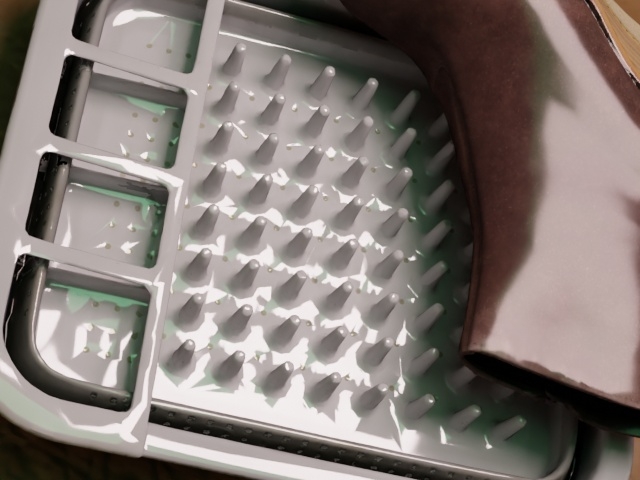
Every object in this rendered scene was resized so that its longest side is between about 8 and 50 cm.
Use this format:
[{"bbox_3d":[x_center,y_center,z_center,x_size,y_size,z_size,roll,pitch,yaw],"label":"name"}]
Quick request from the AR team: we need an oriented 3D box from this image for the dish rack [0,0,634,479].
[{"bbox_3d":[0.000,0.000,0.774,0.333,0.072,0.285,13,63,-11],"label":"dish rack"}]

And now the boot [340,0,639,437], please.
[{"bbox_3d":[0.096,-0.036,0.731,0.248,0.090,0.207,25,59,-11],"label":"boot"}]
